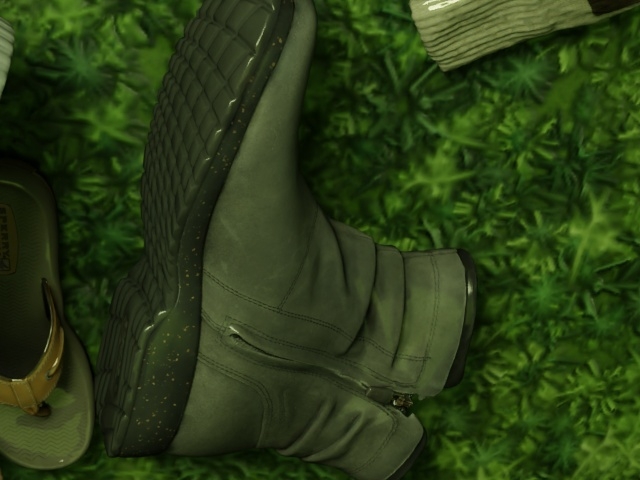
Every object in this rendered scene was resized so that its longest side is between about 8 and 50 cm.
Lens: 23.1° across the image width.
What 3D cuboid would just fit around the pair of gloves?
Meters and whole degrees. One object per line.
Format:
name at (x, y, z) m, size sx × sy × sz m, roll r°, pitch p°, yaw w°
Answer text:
pair of gloves at (0.138, -0.185, 0.862) m, size 0.204 × 0.042 × 0.240 m, roll -22°, pitch 151°, yaw 1°

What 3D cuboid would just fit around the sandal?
sandal at (-0.188, 0.056, 0.979) m, size 0.090 × 0.060 × 0.219 m, roll -3°, pitch 117°, yaw -9°

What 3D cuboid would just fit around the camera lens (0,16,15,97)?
camera lens at (-0.322, -0.081, 0.795) m, size 0.274 × 0.219 × 0.219 m, roll 25°, pitch 109°, yaw -21°

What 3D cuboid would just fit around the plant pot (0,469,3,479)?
plant pot at (-0.343, 0.202, 0.960) m, size 0.215 × 0.215 × 0.230 m, roll 28°, pitch 122°, yaw -22°

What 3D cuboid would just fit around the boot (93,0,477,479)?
boot at (0.000, 0.000, 0.974) m, size 0.223 × 0.118 × 0.338 m, roll 7°, pitch 122°, yaw -21°
